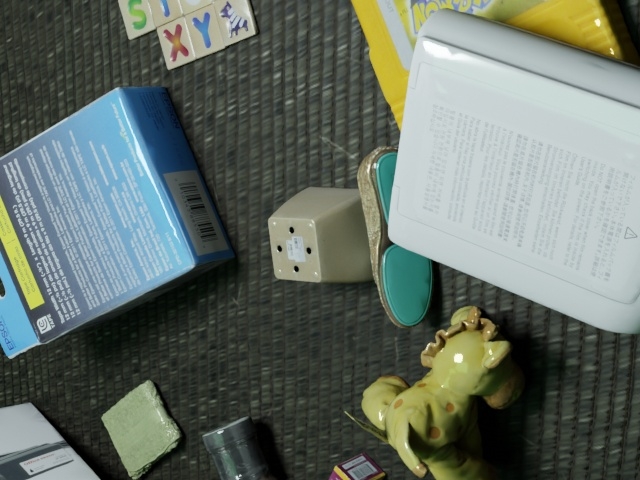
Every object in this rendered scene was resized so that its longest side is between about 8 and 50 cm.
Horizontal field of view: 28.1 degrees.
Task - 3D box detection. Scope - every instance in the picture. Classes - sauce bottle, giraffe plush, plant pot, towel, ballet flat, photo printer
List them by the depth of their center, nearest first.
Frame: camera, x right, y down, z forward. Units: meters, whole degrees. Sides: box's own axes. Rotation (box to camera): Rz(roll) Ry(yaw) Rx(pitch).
[{"bbox_3d":[0.225,-0.061,1.222,0.307,0.107,0.256,22,126,24],"label":"photo printer"},{"bbox_3d":[0.144,0.160,1.378,0.170,0.210,0.181,-51,50,3],"label":"giraffe plush"},{"bbox_3d":[0.083,-0.005,1.444,0.067,0.073,0.206,-165,67,-68],"label":"ballet flat"},{"bbox_3d":[0.000,0.000,1.487,0.109,0.096,0.109,4,105,42],"label":"plant pot"},{"bbox_3d":[-0.060,0.399,1.655,0.111,0.111,0.345,-27,83,43],"label":"sauce bottle"},{"bbox_3d":[-0.260,0.273,1.854,0.148,0.027,0.110,-43,72,42],"label":"towel"}]

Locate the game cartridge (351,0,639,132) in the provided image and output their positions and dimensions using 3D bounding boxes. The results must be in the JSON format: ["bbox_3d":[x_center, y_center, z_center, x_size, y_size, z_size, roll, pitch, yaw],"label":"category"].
[{"bbox_3d":[0.146,-0.272,1.304,0.285,0.052,0.324,-22,87,44],"label":"game cartridge"}]

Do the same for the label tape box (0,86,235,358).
[{"bbox_3d":[-0.315,-0.020,1.703,0.347,0.115,0.249,-26,85,30],"label":"label tape box"}]

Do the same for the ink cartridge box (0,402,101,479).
[{"bbox_3d":[-0.432,0.457,1.904,0.395,0.166,0.286,29,121,52],"label":"ink cartridge box"}]

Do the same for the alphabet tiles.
[{"bbox_3d":[-0.182,-0.399,1.592,0.285,0.011,0.343,-13,94,44],"label":"alphabet tiles"}]

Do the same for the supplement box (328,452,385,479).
[{"bbox_3d":[0.036,0.310,1.577,0.043,0.055,0.083,42,126,27],"label":"supplement box"}]
